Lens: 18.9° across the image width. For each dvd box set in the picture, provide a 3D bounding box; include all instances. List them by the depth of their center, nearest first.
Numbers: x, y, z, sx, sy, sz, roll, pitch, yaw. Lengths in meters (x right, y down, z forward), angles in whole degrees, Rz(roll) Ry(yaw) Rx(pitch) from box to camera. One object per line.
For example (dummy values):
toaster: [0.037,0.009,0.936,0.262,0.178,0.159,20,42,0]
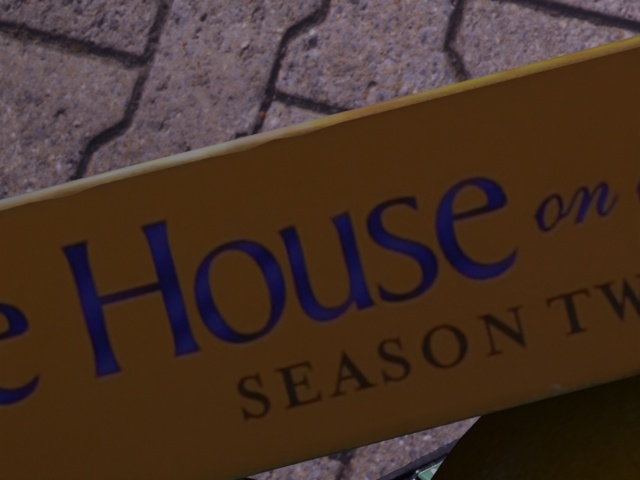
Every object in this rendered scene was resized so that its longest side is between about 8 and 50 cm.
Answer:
dvd box set: [0.000,0.000,0.468,0.420,0.062,0.307,-15,3,1]

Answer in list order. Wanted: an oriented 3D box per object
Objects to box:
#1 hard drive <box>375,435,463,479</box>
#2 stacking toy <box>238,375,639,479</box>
hard drive: [0.141,0.214,1.154,0.237,0.064,0.339,32,26,24]
stacking toy: [0.134,0.118,0.445,0.480,0.350,0.350,2,-1,-27]
